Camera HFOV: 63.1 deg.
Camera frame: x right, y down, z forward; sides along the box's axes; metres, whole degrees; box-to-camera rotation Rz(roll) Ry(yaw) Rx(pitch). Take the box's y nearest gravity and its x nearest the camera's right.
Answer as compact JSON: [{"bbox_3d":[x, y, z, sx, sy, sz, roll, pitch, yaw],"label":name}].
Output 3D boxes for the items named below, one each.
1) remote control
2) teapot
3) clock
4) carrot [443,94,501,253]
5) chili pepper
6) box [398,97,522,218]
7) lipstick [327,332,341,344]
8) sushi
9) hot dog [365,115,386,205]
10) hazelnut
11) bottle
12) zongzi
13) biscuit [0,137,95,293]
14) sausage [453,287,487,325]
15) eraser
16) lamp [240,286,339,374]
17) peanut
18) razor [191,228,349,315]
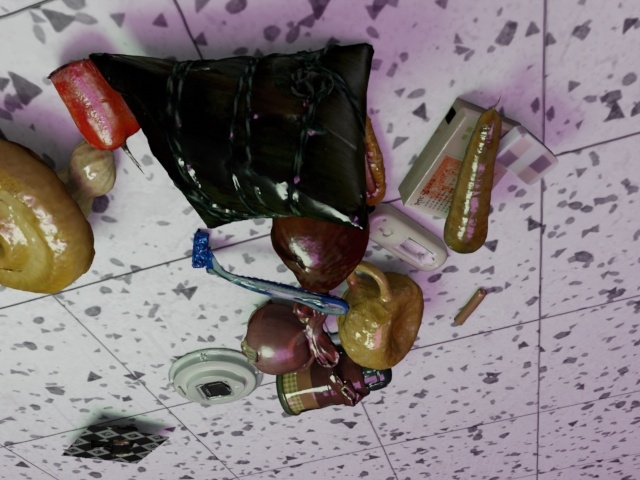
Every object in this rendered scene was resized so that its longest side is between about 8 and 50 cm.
[{"bbox_3d":[0.167,-0.001,1.028,0.221,0.042,0.078,30,124,-30],"label":"remote control"},{"bbox_3d":[0.104,0.147,1.085,0.167,0.203,0.311,21,147,34],"label":"teapot"},{"bbox_3d":[-0.263,0.357,1.306,0.237,0.053,0.236,-3,132,-3],"label":"clock"},{"bbox_3d":[0.256,-0.102,0.849,0.078,0.078,0.298,-3,131,-4],"label":"carrot"},{"bbox_3d":[-0.315,-0.177,0.774,0.084,0.086,0.192,-36,124,-15],"label":"chili pepper"},{"bbox_3d":[0.244,-0.131,0.906,0.141,0.058,0.201,16,130,-21],"label":"box"},{"bbox_3d":[0.027,0.237,1.242,0.129,0.030,0.030,-9,133,2],"label":"lipstick"},{"bbox_3d":[-0.568,0.551,1.455,0.220,0.047,0.231,23,131,-31],"label":"sushi"},{"bbox_3d":[0.073,-0.140,0.883,0.066,0.047,0.215,-16,133,4],"label":"hot dog"},{"bbox_3d":[0.000,0.000,0.924,0.178,0.178,0.204,1,133,-8],"label":"hazelnut"},{"bbox_3d":[0.035,0.332,1.246,0.271,0.156,0.143,-16,139,14],"label":"bottle"},{"bbox_3d":[-0.103,-0.113,0.793,0.384,0.319,0.362,6,147,8],"label":"zongzi"},{"bbox_3d":[-0.502,-0.030,0.823,0.297,0.102,0.296,12,132,14],"label":"biscuit"},{"bbox_3d":[0.347,0.153,1.207,0.026,0.026,0.116,11,130,-17],"label":"sausage"},{"bbox_3d":[0.334,-0.138,0.852,0.105,0.026,0.065,26,127,-30],"label":"eraser"},{"bbox_3d":[-0.072,0.192,1.112,0.223,0.151,0.215,-15,119,-1],"label":"lamp"},{"bbox_3d":[-0.392,-0.090,0.854,0.082,0.082,0.187,31,123,-31],"label":"peanut"},{"bbox_3d":[-0.101,0.083,0.991,0.324,0.056,0.093,22,131,3],"label":"razor"}]
